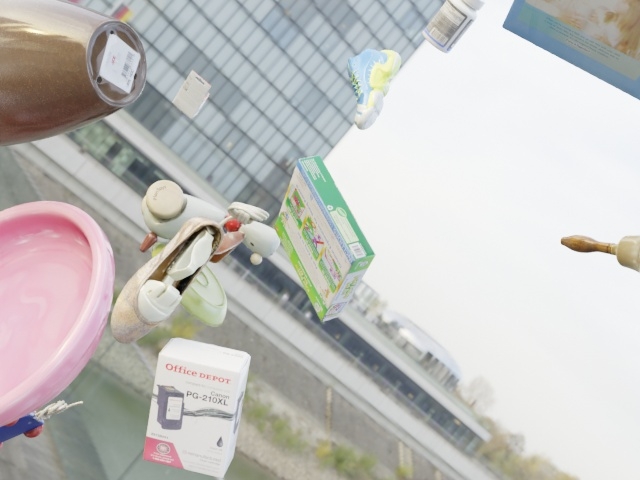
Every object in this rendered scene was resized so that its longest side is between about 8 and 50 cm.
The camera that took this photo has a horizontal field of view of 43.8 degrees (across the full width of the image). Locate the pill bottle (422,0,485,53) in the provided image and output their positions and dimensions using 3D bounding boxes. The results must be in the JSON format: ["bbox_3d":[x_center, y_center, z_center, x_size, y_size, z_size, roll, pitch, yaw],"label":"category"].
[{"bbox_3d":[0.295,-0.490,1.758,0.078,0.137,0.078,31,27,-18],"label":"pill bottle"}]

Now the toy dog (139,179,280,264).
[{"bbox_3d":[-0.274,-0.011,1.801,0.333,0.161,0.220,17,-12,11],"label":"toy dog"}]

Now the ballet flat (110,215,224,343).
[{"bbox_3d":[-0.302,0.074,1.598,0.106,0.316,0.107,4,-35,51],"label":"ballet flat"}]

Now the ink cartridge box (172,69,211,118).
[{"bbox_3d":[-0.303,-0.354,1.910,0.063,0.115,0.029,41,38,-2],"label":"ink cartridge box"}]

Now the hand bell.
[{"bbox_3d":[0.607,0.016,1.680,0.126,0.126,0.242,42,-17,-32],"label":"hand bell"}]

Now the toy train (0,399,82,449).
[{"bbox_3d":[-0.581,0.301,1.536,0.105,0.248,0.143,66,1,-59],"label":"toy train"}]

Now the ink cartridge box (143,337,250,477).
[{"bbox_3d":[-0.250,0.336,1.615,0.172,0.237,0.100,12,13,5],"label":"ink cartridge box"}]

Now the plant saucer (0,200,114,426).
[{"bbox_3d":[-0.400,0.102,1.019,0.332,0.332,0.084,37,-14,41],"label":"plant saucer"}]

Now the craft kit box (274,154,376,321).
[{"bbox_3d":[0.000,0.000,1.613,0.250,0.061,0.247,62,-31,24],"label":"craft kit box"}]

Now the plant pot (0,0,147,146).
[{"bbox_3d":[-0.349,-0.230,1.048,0.230,0.215,0.215,5,-22,29],"label":"plant pot"}]

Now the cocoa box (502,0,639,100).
[{"bbox_3d":[0.517,-0.402,1.276,0.347,0.228,0.231,31,-32,9],"label":"cocoa box"}]

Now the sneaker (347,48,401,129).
[{"bbox_3d":[0.109,-0.390,2.019,0.126,0.240,0.091,22,-25,10],"label":"sneaker"}]

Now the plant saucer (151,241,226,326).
[{"bbox_3d":[-0.290,0.090,1.830,0.241,0.037,0.241,50,12,-14],"label":"plant saucer"}]
